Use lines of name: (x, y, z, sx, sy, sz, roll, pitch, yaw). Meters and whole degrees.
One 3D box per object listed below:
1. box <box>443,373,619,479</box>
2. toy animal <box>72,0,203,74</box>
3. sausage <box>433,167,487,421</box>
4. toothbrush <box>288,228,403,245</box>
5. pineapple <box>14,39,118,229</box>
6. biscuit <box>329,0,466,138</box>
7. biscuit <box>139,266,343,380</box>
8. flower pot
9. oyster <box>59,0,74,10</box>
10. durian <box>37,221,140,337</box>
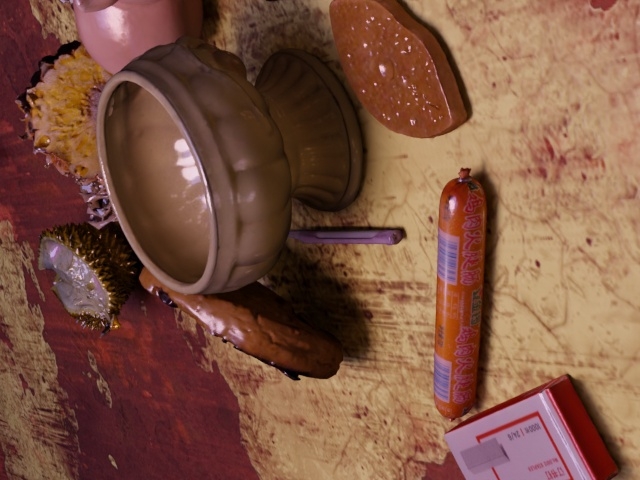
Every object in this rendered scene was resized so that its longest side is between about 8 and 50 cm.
box: (0.233, 0.237, 1.460, 0.123, 0.050, 0.229, 62, 150, 7)
toy animal: (-0.235, -0.349, 1.652, 0.269, 0.237, 0.326, 41, 147, 51)
sausage: (0.156, 0.071, 1.466, 0.053, 0.053, 0.347, 35, 138, 42)
toothbrush: (0.000, 0.000, 1.692, 0.354, 0.024, 0.029, 0, 115, 58)
pineapple: (-0.311, -0.130, 1.937, 0.262, 0.263, 0.271, 54, 160, 20)
biscuit: (0.082, -0.189, 1.426, 0.220, 0.029, 0.142, 45, 143, 31)
biscuit: (-0.097, 0.091, 1.719, 0.296, 0.296, 0.075, 32, 93, 45)
flower pot: (-0.104, -0.104, 1.571, 0.307, 0.244, 0.307, 34, 135, 42)
oyster: (-0.340, -0.444, 1.868, 0.214, 0.083, 0.222, 12, 115, 51)
durian: (-0.370, 0.060, 2.207, 0.237, 0.138, 0.193, 51, 143, 31)
